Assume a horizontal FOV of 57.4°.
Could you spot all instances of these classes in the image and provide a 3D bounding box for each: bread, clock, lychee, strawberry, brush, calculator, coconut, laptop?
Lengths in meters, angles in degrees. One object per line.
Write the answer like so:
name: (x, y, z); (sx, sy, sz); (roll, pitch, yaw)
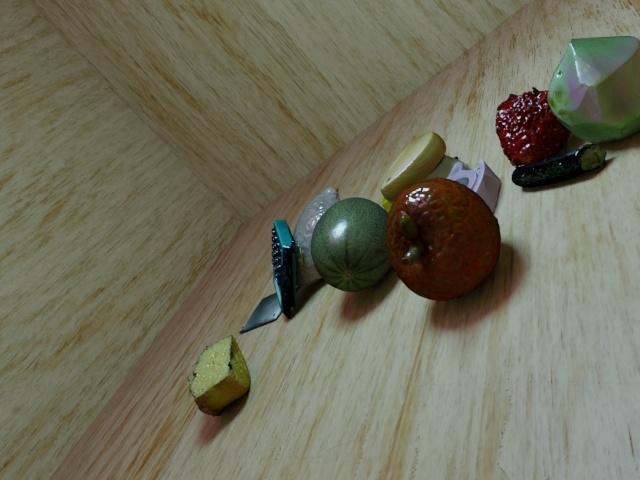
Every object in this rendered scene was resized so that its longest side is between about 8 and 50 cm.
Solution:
bread: (-0.285, 0.406, 1.708); (0.160, 0.147, 0.260); (-34, 18, 0)
clock: (0.348, -0.104, 1.568); (0.275, 0.080, 0.290); (-30, 18, 42)
lychee: (0.244, -0.001, 1.206); (0.299, 0.255, 0.255); (-10, -8, -35)
strawberry: (0.510, -0.268, 1.417); (0.184, 0.186, 0.202); (80, -148, -65)
brush: (0.301, -0.185, 1.757); (0.267, 0.166, 0.174); (-48, 16, -18)
calculator: (-0.125, 0.085, 1.951); (0.058, 0.274, 0.248); (-4, 25, -12)
coconut: (0.584, -0.323, 1.225); (0.204, 0.236, 0.236); (-33, 17, 28)
laptop: (-0.190, 0.250, 2.157); (0.269, 0.015, 0.188); (-27, 22, 48)

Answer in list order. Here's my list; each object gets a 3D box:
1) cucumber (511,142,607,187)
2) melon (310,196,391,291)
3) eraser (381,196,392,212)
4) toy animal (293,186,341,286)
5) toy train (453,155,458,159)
cucumber: (0.512, -0.154, 1.302); (0.067, 0.067, 0.245); (-49, 13, -23)
melon: (0.092, 0.013, 1.599); (0.237, 0.237, 0.302); (-36, 15, 27)
eraser: (0.273, -0.158, 2.010); (0.122, 0.045, 0.097); (-38, 14, 25)
toy animal: (0.002, -0.007, 1.967); (0.226, 0.188, 0.359); (-155, 79, -76)
toy train: (0.418, -0.244, 1.910); (0.083, 0.017, 0.017); (-42, 16, 8)
